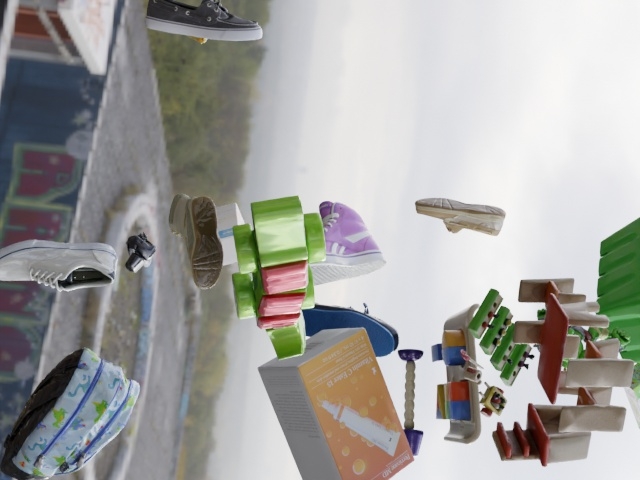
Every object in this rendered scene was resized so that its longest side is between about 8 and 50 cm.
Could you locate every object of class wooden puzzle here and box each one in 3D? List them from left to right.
[{"bbox_3d":[0.347,0.350,2.332,0.322,0.081,0.347,105,-12,-79],"label":"wooden puzzle"}]

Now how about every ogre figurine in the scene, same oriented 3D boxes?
[{"bbox_3d":[0.534,0.209,1.884,0.118,0.197,0.096,-45,157,-34],"label":"ogre figurine"}]

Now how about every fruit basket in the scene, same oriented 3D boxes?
[{"bbox_3d":[0.829,0.073,2.038,0.283,0.392,0.392,55,17,-22],"label":"fruit basket"}]

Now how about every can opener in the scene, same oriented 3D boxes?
[{"bbox_3d":[-0.355,0.024,1.735,0.073,0.059,0.186,-43,-177,-10],"label":"can opener"}]

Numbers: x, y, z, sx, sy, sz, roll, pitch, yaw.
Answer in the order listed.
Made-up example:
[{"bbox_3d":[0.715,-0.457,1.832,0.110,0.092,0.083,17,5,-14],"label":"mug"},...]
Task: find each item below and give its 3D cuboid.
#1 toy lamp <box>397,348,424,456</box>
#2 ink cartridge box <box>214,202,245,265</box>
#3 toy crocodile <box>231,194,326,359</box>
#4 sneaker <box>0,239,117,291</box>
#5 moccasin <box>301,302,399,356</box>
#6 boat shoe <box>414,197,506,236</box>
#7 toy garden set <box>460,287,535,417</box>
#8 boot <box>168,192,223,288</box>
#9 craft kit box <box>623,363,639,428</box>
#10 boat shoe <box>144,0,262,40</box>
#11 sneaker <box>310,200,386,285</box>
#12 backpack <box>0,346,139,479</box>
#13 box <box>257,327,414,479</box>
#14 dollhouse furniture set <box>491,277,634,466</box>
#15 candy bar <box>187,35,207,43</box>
[{"bbox_3d":[0.232,0.423,2.327,0.080,0.080,0.274,102,-10,-74],"label":"toy lamp"},{"bbox_3d":[-0.238,-0.021,2.238,0.143,0.090,0.092,-100,174,-47],"label":"ink cartridge box"},{"bbox_3d":[-0.055,0.052,1.183,0.340,0.115,0.105,99,-19,-59],"label":"toy crocodile"},{"bbox_3d":[-0.547,0.056,1.831,0.091,0.258,0.094,-110,-159,-46],"label":"sneaker"},{"bbox_3d":[0.072,0.218,2.421,0.117,0.342,0.137,-18,119,-54],"label":"moccasin"},{"bbox_3d":[0.258,-0.040,1.669,0.063,0.170,0.059,-60,158,-66],"label":"boat shoe"},{"bbox_3d":[0.388,0.258,1.958,0.203,0.049,0.244,-56,133,-20],"label":"toy garden set"},{"bbox_3d":[-0.294,-0.002,2.073,0.165,0.077,0.213,13,-72,59],"label":"boot"},{"bbox_3d":[0.868,0.341,2.188,0.061,0.250,0.246,49,-6,47],"label":"craft kit box"},{"bbox_3d":[-0.222,-0.429,1.699,0.080,0.229,0.076,-57,156,-66],"label":"boat shoe"},{"bbox_3d":[0.000,0.000,1.784,0.102,0.282,0.161,-34,-108,35],"label":"sneaker"},{"bbox_3d":[-0.612,0.421,2.214,0.290,0.273,0.355,-69,-175,-53],"label":"backpack"},{"bbox_3d":[0.038,0.402,2.061,0.168,0.215,0.345,-11,-77,53],"label":"box"},{"bbox_3d":[0.346,0.211,1.354,0.262,0.135,0.259,-98,-172,-66],"label":"dollhouse furniture set"},{"bbox_3d":[-0.282,-0.464,1.967,0.040,0.018,0.161,-51,-141,-2],"label":"candy bar"}]
